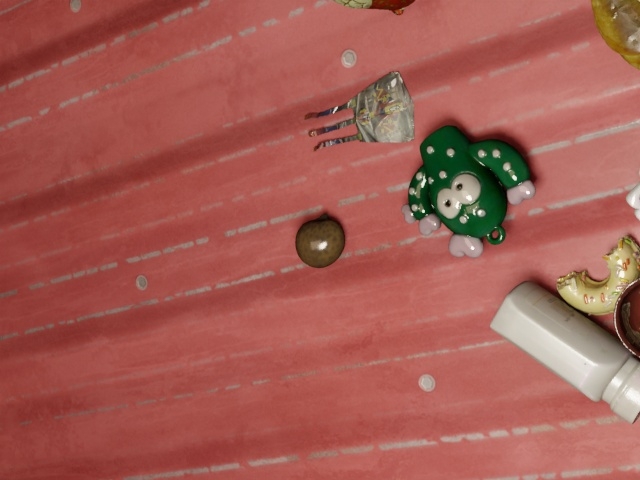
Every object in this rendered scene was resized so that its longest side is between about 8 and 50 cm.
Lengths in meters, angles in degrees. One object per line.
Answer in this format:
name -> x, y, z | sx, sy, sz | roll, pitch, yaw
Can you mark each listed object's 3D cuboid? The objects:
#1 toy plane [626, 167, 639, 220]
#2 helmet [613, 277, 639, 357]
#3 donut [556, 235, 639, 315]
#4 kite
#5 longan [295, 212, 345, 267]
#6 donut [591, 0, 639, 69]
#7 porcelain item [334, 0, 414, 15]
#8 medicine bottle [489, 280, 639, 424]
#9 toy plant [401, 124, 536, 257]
toy plane -> 0.637, -0.051, 1.765 | 0.266, 0.123, 0.267 | 9, 121, 15
helmet -> 0.595, 0.118, 1.830 | 0.175, 0.106, 0.155 | -35, 84, 26
donut -> 0.503, 0.077, 1.904 | 0.166, 0.065, 0.108 | -37, 78, 29
kite -> 0.077, -0.242, 2.150 | 0.245, 0.015, 0.141 | -14, 87, 31
longan -> 0.000, 0.000, 2.182 | 0.113, 0.092, 0.113 | -11, 73, 38
donut -> 0.599, -0.428, 1.725 | 0.360, 0.170, 0.361 | 4, 99, 26
porcelain item -> 0.102, -0.514, 2.010 | 0.252, 0.253, 0.253 | 4, 99, 31
medicine bottle -> 0.453, 0.194, 1.894 | 0.296, 0.161, 0.111 | 34, 113, 21
toy plant -> 0.269, -0.092, 1.996 | 0.243, 0.112, 0.233 | 37, 112, 28
